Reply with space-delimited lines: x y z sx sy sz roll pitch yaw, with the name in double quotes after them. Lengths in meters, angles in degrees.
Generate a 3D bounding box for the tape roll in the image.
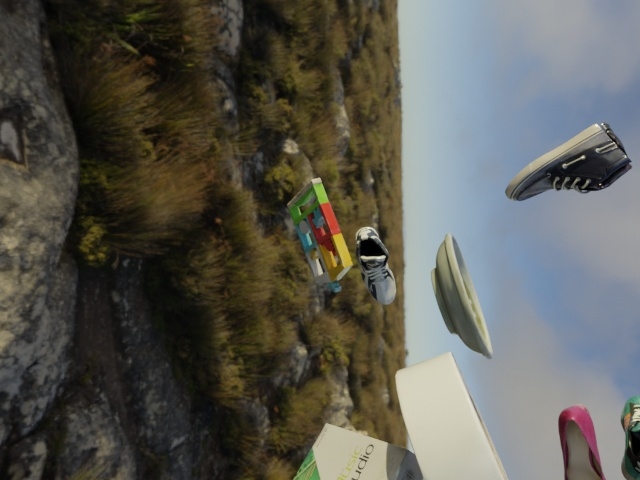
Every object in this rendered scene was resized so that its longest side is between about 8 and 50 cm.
0.217 0.324 0.736 0.286 0.100 0.286 61 12 -22 "tape roll"

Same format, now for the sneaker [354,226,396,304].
0.153 0.079 1.322 0.153 0.094 0.235 -31 110 -80 "sneaker"

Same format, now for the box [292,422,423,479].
0.035 0.467 0.850 0.232 0.058 0.322 -55 -169 -25 "box"

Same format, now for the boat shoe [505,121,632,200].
0.735 -0.189 1.394 0.127 0.340 0.158 20 39 -50 "boat shoe"

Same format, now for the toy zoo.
0.000 0.000 1.289 0.192 0.030 0.293 -36 -107 60 "toy zoo"

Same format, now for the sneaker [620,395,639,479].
0.965 0.570 1.395 0.302 0.108 0.121 -50 144 -44 "sneaker"

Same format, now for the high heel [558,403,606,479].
0.497 0.439 0.885 0.117 0.082 0.244 9 80 -53 "high heel"

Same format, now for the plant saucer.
0.425 0.178 1.460 0.400 0.100 0.401 53 26 -41 "plant saucer"
